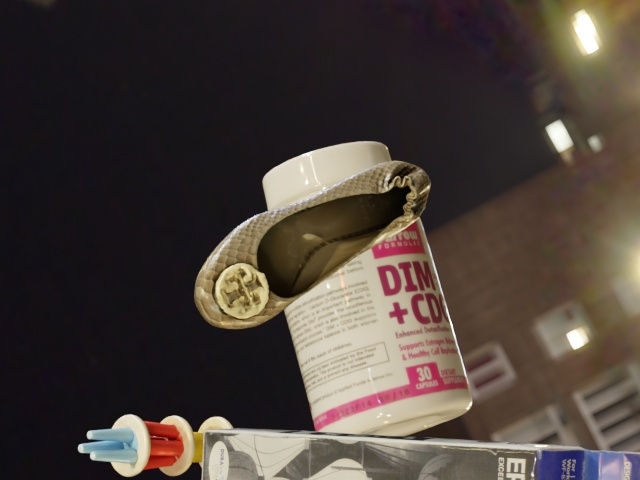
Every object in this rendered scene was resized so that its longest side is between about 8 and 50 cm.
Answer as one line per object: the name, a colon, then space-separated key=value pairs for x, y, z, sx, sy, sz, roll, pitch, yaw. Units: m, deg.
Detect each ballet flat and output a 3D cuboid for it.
ballet flat: x=0.000 y=0.000 z=1.694 sx=0.058 sy=0.250 sz=0.084 roll=0 pitch=115 yaw=59

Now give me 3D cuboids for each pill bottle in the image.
pill bottle: x=0.041 y=0.055 z=1.972 sx=0.160 sy=0.160 sz=0.283 roll=20 pitch=-127 yaw=-70

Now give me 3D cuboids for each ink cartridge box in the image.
ink cartridge box: x=0.072 y=0.229 z=1.470 sx=0.065 sy=0.332 sz=0.165 roll=16 pitch=-105 yaw=-75

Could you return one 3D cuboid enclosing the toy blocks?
toy blocks: x=-0.140 y=0.211 z=1.671 sx=0.148 sy=0.054 sz=0.123 roll=6 pitch=-101 yaw=-44
